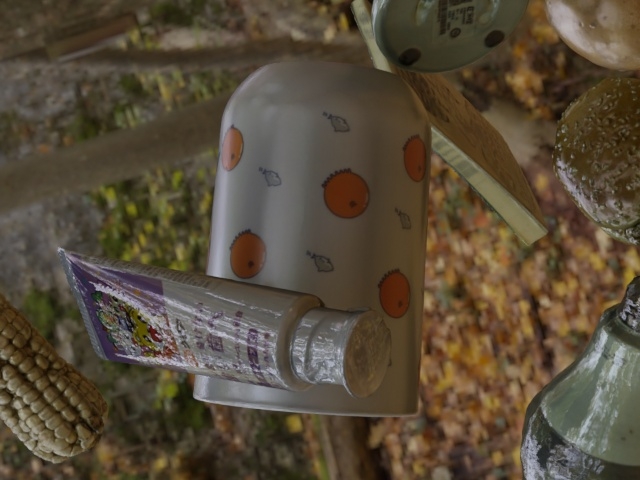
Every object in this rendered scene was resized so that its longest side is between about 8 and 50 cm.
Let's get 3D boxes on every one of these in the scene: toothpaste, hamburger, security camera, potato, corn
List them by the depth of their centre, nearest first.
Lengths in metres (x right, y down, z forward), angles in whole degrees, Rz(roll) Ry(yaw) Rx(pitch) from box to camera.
[{"bbox_3d":[-0.088,0.068,0.996,0.073,0.299,0.114,-47,-48,-42],"label":"toothpaste"},{"bbox_3d":[0.113,-0.284,1.140,0.301,0.157,0.080,87,165,-46],"label":"security camera"},{"bbox_3d":[-0.284,0.118,1.184,0.211,0.087,0.087,52,-167,-18],"label":"corn"},{"bbox_3d":[0.299,-0.235,1.315,0.147,0.112,0.112,32,153,42],"label":"potato"},{"bbox_3d":[0.384,-0.095,1.545,0.122,0.189,0.215,22,-149,-43],"label":"hamburger"}]

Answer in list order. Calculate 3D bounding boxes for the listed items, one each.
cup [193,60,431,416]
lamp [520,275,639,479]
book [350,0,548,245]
[{"bbox_3d":[0.000,0.000,1.203,0.212,0.212,0.317,33,-118,-81],"label":"cup"},{"bbox_3d":[0.305,0.182,1.332,0.313,0.182,0.182,90,172,-47],"label":"lamp"},{"bbox_3d":[0.189,-0.174,1.840,0.371,0.043,0.260,38,-154,-39],"label":"book"}]
